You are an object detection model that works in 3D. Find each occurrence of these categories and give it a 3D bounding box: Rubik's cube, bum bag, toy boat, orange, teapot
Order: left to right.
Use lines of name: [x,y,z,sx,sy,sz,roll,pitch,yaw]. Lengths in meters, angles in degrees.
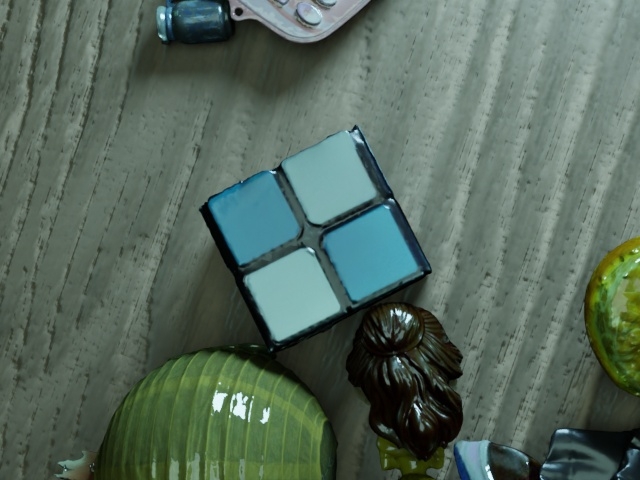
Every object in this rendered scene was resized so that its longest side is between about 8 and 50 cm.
teapot: [-0.138,-0.249,1.282,0.083,0.049,0.063,-3,87,6]
Rubik's cube: [0.000,0.001,1.191,0.183,0.180,0.167,-28,86,2]
toy boat: [0.203,0.328,1.197,0.115,0.114,0.262,-22,83,40]
bum bag: [0.344,0.248,1.182,0.248,0.060,0.123,0,82,-18]
orange: [0.382,0.077,1.157,0.237,0.158,0.179,-2,91,8]

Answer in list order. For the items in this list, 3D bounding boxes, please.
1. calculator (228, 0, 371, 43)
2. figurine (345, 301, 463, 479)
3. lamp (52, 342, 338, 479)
calculator: [0.009,-0.365,1.265,0.220,0.048,0.329,40,86,5]
figurine: [0.091,0.219,1.139,0.187,0.168,0.315,-14,71,34]
lamp: [-0.126,0.232,1.160,0.284,0.250,0.250,-3,87,8]
